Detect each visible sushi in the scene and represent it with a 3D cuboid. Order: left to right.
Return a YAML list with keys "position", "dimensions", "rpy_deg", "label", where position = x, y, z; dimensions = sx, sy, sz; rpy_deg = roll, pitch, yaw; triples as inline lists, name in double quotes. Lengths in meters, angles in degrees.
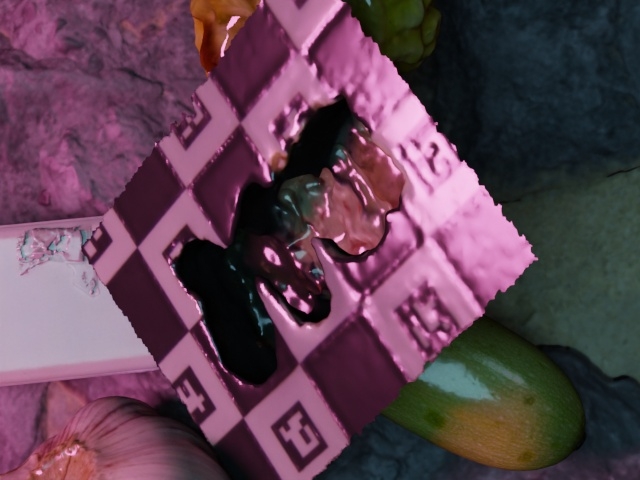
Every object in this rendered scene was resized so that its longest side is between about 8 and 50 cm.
- position: [0.000, 0.000, 1.173]
  dimensions: [0.296, 0.100, 0.373]
  rpy_deg: [54, 129, 18]
  label: "sushi"

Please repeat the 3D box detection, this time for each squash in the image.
- position: [0.130, 0.124, 1.213]
  dimensions: [0.186, 0.123, 0.123]
  rpy_deg: [30, 97, 6]
  label: "squash"

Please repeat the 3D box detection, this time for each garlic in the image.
- position: [-0.159, 0.287, 1.264]
  dimensions: [0.245, 0.245, 0.253]
  rpy_deg: [-25, 120, 13]
  label: "garlic"

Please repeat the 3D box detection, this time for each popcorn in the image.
- position: [-0.006, -0.193, 1.213]
  dimensions: [0.218, 0.169, 0.189]
  rpy_deg: [-36, 75, 30]
  label: "popcorn"

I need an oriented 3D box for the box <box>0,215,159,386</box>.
- position: [-0.273, 0.056, 1.308]
  dimensions: [0.285, 0.044, 0.142]
  rpy_deg: [-5, 88, -5]
  label: "box"
